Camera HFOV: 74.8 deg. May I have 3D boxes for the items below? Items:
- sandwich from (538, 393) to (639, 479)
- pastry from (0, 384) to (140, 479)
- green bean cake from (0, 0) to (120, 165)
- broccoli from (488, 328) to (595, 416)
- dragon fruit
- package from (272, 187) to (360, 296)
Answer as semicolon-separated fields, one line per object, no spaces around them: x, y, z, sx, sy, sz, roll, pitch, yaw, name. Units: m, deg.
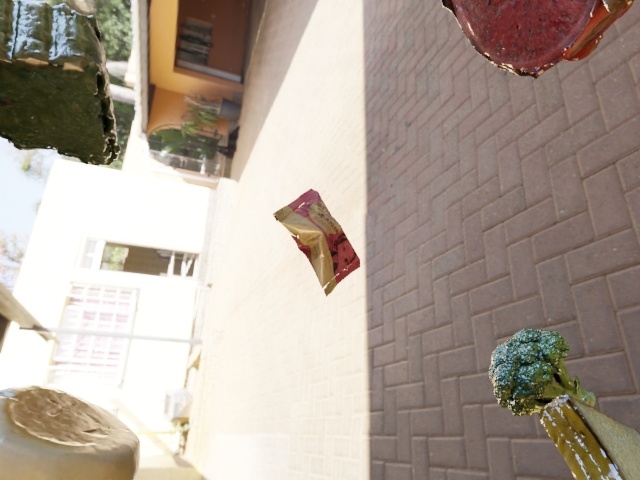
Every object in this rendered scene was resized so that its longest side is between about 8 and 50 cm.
0.615;0.475;0.855;0.095;0.273;0.249;-51;25;25;sandwich
-0.238;0.190;0.358;0.092;0.156;0.156;-67;18;-2;pastry
-0.350;-0.174;0.480;0.193;0.208;0.107;133;128;-59;green bean cake
0.611;0.378;1.162;0.270;0.270;0.270;30;117;24;broccoli
0.374;-0.446;0.634;0.314;0.262;0.296;58;163;9;dragon fruit
0.000;0.000;0.351;0.029;0.059;0.083;-27;98;43;package
